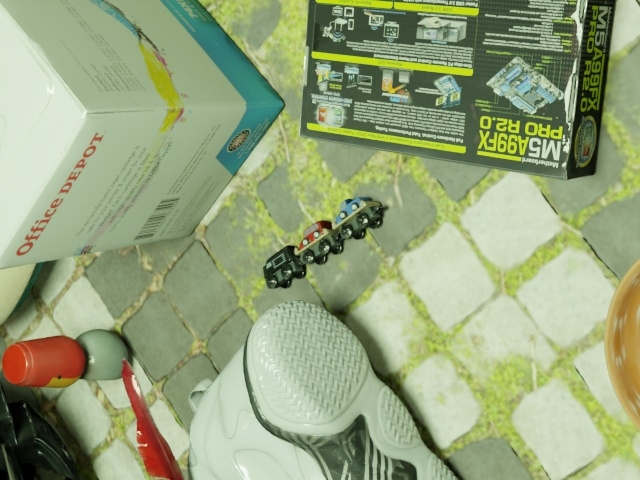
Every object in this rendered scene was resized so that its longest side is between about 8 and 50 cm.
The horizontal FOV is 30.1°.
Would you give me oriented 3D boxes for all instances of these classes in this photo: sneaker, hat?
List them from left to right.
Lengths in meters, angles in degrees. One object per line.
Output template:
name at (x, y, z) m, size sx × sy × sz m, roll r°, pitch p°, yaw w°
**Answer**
hat at (-0.097, 0.245, 1.089) m, size 0.173 × 0.208 × 0.184 m, roll 11°, pitch 75°, yaw 51°
sneaker at (0.009, 0.249, 1.118) m, size 0.210 × 0.137 × 0.366 m, roll -38°, pitch 82°, yaw 43°

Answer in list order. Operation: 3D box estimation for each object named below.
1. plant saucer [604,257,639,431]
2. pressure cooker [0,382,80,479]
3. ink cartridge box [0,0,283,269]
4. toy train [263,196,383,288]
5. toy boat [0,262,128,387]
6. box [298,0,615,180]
plant saucer at (0.321, 0.085, 0.923) m, size 0.200 × 0.037 × 0.200 m, roll 5°, pitch 100°, yaw 34°
pressure cooker at (-0.464, 0.343, 1.301) m, size 0.370 × 0.420 × 0.376 m, roll 131°, pitch 125°, yaw -64°
ink cartridge box at (-0.221, -0.121, 1.131) m, size 0.197 × 0.270 × 0.198 m, roll 50°, pitch 121°, yaw 18°
toy train at (0.000, 0.000, 1.145) m, size 0.158 × 0.027 × 0.036 m, roll -34°, pitch 67°, yaw 35°
toy boat at (-0.344, 0.046, 1.340) m, size 0.318 × 0.148 × 0.267 m, roll 50°, pitch 117°, yaw 27°
box at (0.111, -0.178, 1.017) m, size 0.270 × 0.060 × 0.216 m, roll 12°, pitch 105°, yaw 34°
